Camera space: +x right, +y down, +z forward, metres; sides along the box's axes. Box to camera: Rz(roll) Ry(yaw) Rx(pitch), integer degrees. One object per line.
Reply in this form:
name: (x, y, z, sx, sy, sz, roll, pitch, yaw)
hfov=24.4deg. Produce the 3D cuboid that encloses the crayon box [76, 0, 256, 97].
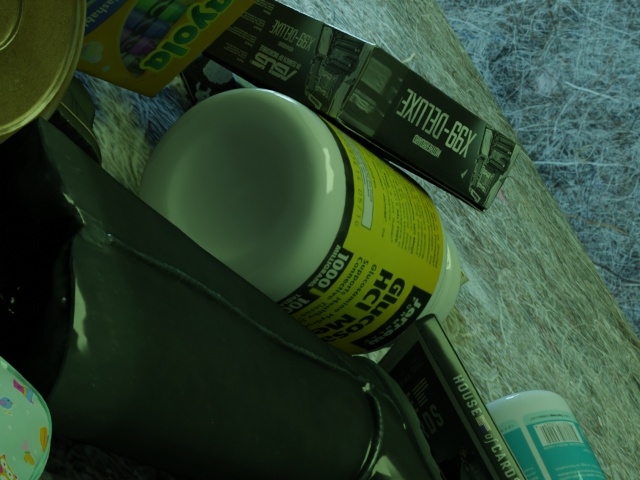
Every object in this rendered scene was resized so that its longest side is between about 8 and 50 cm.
crayon box: (-0.158, -0.232, 1.200, 0.323, 0.203, 0.083, 16, 41, -51)

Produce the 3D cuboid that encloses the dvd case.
dvd case: (0.119, 0.206, 1.340, 0.029, 0.179, 0.238, -20, 71, -27)

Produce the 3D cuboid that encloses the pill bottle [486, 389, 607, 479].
pill bottle: (0.237, 0.296, 1.509, 0.146, 0.146, 0.264, 34, 28, -52)

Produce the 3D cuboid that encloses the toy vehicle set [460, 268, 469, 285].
toy vehicle set: (0.109, 0.006, 1.892, 0.166, 0.035, 0.267, 57, 16, 5)

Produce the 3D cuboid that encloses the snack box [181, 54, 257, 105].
snack box: (-0.060, -0.120, 1.607, 0.187, 0.060, 0.322, 29, 31, -54)

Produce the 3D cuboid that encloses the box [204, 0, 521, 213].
box: (0.009, -0.152, 1.409, 0.307, 0.076, 0.242, 32, 4, 42)

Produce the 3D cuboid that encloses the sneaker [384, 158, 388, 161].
sneaker: (0.025, -0.125, 1.717, 0.104, 0.125, 0.262, -10, 59, -42)

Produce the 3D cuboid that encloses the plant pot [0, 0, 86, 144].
plant pot: (-0.233, -0.159, 0.982, 0.236, 0.032, 0.236, -18, 112, -54)

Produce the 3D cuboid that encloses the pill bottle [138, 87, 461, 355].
pill bottle: (0.000, 0.000, 1.324, 0.334, 0.188, 0.188, 26, 34, -59)

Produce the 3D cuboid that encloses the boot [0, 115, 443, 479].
boot: (-0.040, 0.150, 0.984, 0.445, 0.146, 0.367, 43, 11, -49)

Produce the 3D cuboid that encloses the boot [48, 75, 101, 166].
boot: (-0.239, -0.137, 1.138, 0.137, 0.077, 0.198, -103, 167, -62)

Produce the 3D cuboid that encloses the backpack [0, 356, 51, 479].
backpack: (-0.199, 0.114, 0.672, 0.152, 0.115, 0.182, 51, 14, -9)
